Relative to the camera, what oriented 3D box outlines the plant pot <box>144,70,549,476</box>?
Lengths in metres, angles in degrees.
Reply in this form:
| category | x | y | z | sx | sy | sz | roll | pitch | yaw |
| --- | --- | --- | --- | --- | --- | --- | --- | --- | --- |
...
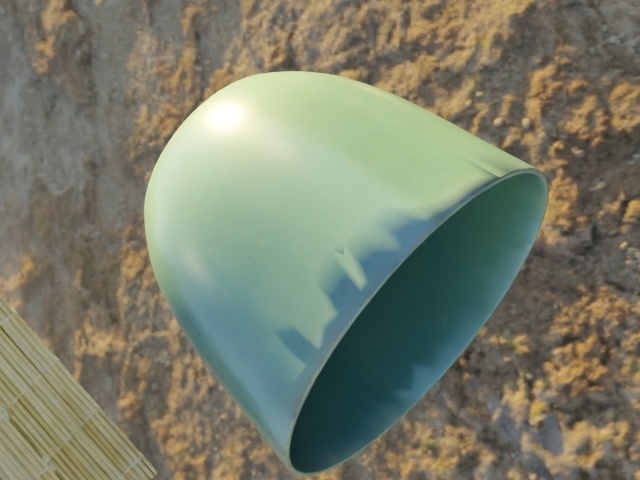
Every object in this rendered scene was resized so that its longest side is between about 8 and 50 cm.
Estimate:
| category | x | y | z | sx | sy | sz | roll | pitch | yaw |
| --- | --- | --- | --- | --- | --- | --- | --- | --- | --- |
| plant pot | 0.000 | 0.000 | 0.720 | 0.235 | 0.293 | 0.293 | 40 | 126 | 25 |

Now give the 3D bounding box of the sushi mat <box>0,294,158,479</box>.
| category | x | y | z | sx | sy | sz | roll | pitch | yaw |
| --- | --- | --- | --- | --- | --- | --- | --- | --- | --- |
| sushi mat | -0.317 | 0.168 | 0.871 | 0.316 | 0.151 | 0.019 | 48 | 150 | 4 |
